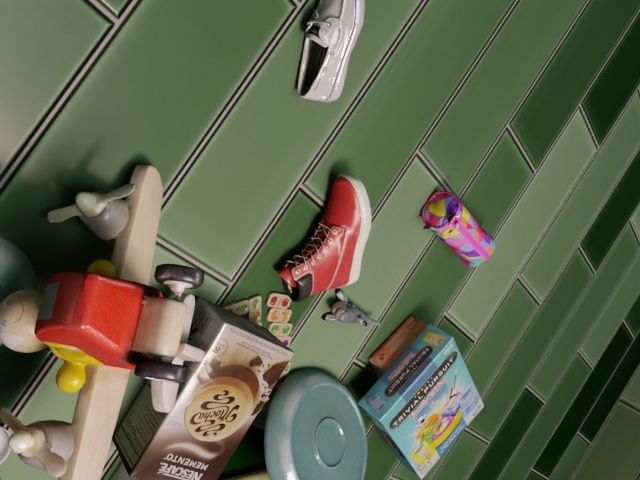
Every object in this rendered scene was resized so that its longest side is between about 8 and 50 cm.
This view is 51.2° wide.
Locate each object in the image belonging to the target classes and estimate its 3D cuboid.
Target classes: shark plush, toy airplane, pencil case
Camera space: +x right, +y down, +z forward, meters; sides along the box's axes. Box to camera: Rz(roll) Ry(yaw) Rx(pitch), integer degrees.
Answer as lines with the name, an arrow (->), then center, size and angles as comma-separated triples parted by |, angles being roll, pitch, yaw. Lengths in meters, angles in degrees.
shark plush -> 0.070, 0.170, 1.428 | 0.073, 0.067, 0.161 | -55, 136, -6
toy airplane -> -0.301, 0.124, 0.931 | 0.273, 0.386, 0.384 | 9, 119, -5
pencil case -> 0.320, -0.022, 1.540 | 0.236, 0.104, 0.104 | 35, 86, -47

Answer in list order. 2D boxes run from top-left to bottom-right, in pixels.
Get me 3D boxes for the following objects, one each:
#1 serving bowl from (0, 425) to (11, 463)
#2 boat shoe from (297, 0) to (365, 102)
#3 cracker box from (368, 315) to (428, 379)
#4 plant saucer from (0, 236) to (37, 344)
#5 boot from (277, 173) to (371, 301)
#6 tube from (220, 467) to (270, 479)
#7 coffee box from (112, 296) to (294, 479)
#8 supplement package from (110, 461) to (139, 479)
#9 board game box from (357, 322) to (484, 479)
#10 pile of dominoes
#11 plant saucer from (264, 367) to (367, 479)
serving bowl -> -0.505, 0.305, 0.992 | 0.083, 0.027, 0.083 | -20, 124, -34
boat shoe -> 0.013, -0.337, 1.101 | 0.076, 0.083, 0.226 | -12, 120, -40
cracker box -> 0.221, 0.316, 1.645 | 0.156, 0.067, 0.232 | -42, 135, -19
plant saucer -> -0.476, 0.084, 0.899 | 0.195, 0.037, 0.194 | -20, 124, -34
boot -> 0.000, 0.000, 1.266 | 0.176, 0.088, 0.244 | -16, 125, -35
tube -> -0.133, 0.525, 1.437 | 0.240, 0.070, 0.062 | 5, 70, -48
coffee box -> -0.205, 0.274, 1.169 | 0.168, 0.119, 0.297 | 31, 90, -38
supplement package -> -0.268, 0.504, 1.158 | 0.139, 0.244, 0.133 | 35, 86, -48
board game box -> 0.254, 0.395, 1.610 | 0.254, 0.079, 0.336 | -45, 135, -15
pile of dominoes -> -0.124, 0.223, 1.296 | 0.196, 0.040, 0.251 | -18, 122, -36
plant saucer -> 0.008, 0.423, 1.391 | 0.318, 0.044, 0.317 | 24, 58, -46
